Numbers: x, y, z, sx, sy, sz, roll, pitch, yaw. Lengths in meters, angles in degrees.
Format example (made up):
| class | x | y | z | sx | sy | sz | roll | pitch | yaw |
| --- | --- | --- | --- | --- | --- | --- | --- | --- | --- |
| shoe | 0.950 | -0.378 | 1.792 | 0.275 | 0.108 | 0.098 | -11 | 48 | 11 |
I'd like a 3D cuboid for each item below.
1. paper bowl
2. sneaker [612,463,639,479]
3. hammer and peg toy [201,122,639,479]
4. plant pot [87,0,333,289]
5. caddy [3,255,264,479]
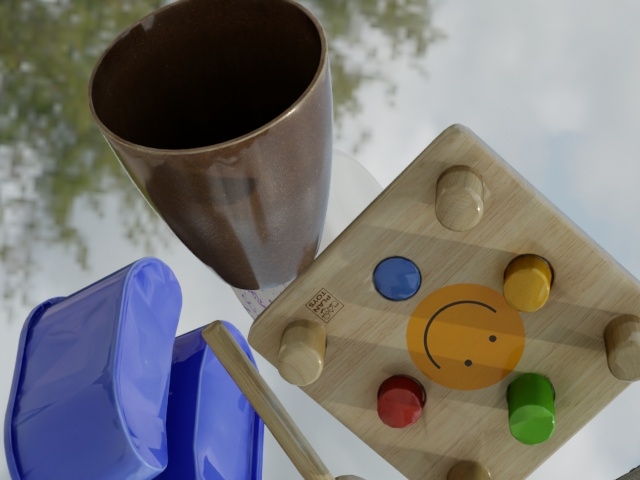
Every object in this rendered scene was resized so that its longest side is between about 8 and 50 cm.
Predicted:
| class | x | y | z | sx | sy | sz | roll | pitch | yaw |
| --- | --- | --- | --- | --- | --- | --- | --- | --- | --- |
| paper bowl | 0.000 | 0.000 | 2.432 | 0.148 | 0.284 | 0.284 | -30 | -131 | 25 |
| sneaker | 0.263 | 0.188 | 1.439 | 0.271 | 0.100 | 0.108 | -21 | -121 | 36 |
| hammer and peg toy | 0.073 | 0.105 | 1.598 | 0.361 | 0.266 | 0.127 | -44 | -167 | 19 |
| plant pot | -0.075 | -0.070 | 1.798 | 0.215 | 0.215 | 0.230 | -107 | 180 | -47 |
| caddy | -0.191 | 0.183 | 1.942 | 0.179 | 0.241 | 0.341 | -31 | -147 | 25 |
